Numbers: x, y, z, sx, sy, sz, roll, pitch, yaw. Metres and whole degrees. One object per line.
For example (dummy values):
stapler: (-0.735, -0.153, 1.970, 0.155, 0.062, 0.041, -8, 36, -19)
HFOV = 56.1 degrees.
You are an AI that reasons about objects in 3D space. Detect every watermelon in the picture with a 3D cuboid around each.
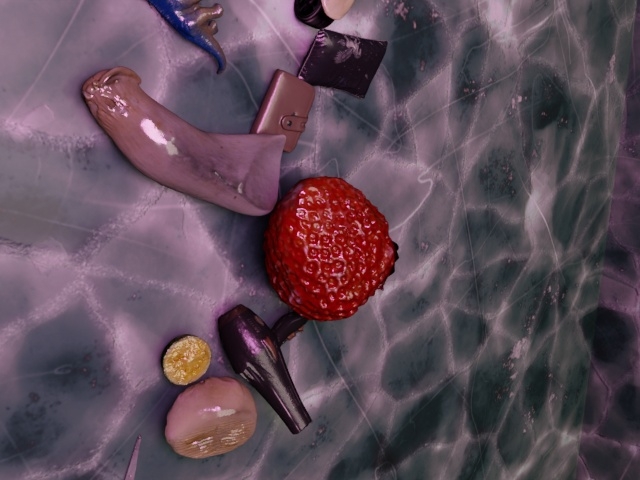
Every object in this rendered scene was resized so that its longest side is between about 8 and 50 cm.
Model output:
watermelon: (-0.277, 0.236, 1.219, 0.105, 0.062, 0.106, -9, 107, -31)

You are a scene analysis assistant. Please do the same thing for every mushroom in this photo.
mushroom: (-0.244, -0.171, 1.092, 0.397, 0.126, 0.178, 18, 80, -42)

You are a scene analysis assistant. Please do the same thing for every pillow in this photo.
pillow: (0.050, -0.389, 1.317, 0.208, 0.055, 0.141, -2, 129, -41)

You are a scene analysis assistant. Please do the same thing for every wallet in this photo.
wallet: (-0.075, -0.269, 1.264, 0.118, 0.038, 0.153, 17, 95, -42)

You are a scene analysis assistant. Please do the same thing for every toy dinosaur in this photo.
toy dinosaur: (-0.267, -0.387, 1.066, 0.188, 0.075, 0.248, -31, 127, -20)

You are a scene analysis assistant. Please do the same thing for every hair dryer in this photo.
hair dryer: (-0.047, 0.223, 1.363, 0.304, 0.120, 0.359, 54, 45, -2)

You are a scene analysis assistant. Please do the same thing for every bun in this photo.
bun: (-0.233, 0.361, 1.247, 0.193, 0.128, 0.179, -9, 135, -25)

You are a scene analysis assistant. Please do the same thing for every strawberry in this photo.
strawberry: (0.000, 0.004, 1.267, 0.292, 0.291, 0.310, -49, 112, -20)

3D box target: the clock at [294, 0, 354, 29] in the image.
clock: (0.077, -0.610, 1.153, 0.120, 0.276, 0.379, 5, 95, -43)

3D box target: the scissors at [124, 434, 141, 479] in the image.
scissors: (-0.390, 0.489, 1.225, 0.100, 0.015, 0.189, 14, 92, -40)
